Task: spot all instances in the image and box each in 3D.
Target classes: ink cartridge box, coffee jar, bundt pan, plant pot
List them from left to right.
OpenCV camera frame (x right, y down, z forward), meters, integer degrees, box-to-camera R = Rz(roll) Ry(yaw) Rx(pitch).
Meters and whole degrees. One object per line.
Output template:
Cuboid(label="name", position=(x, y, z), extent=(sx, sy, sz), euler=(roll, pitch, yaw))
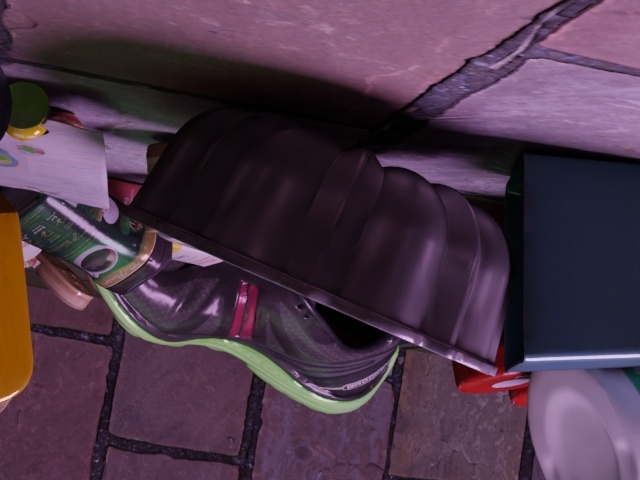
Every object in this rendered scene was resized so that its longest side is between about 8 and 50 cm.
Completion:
Cuboid(label="coffee jar", position=(-0.249, -0.014, 1.748), extent=(0.096, 0.079, 0.184), euler=(-32, 132, 30))
Cuboid(label="ink cartridge box", position=(-0.169, -0.015, 1.900), extent=(0.198, 0.067, 0.115), euler=(12, 172, -18))
Cuboid(label="bundt pan", position=(0.012, -0.011, 1.316), extent=(0.331, 0.124, 0.331), euler=(23, 179, 0))
Cuboid(label="plant pot", position=(0.276, 0.024, 1.352), extent=(0.234, 0.165, 0.166), euler=(1, 172, 2))

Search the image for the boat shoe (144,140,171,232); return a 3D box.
Cuboid(label="boat shoe", position=(-0.043, -0.026, 1.579), extent=(0.285, 0.089, 0.104), euler=(12, 172, -28))

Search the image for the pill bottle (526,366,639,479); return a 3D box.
Cuboid(label="pill bottle", position=(0.396, 0.146, 1.543), extent=(0.361, 0.204, 0.204), euler=(-16, -177, -22))

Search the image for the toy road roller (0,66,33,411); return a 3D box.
Cuboid(label="toy road roller", position=(-0.380, -0.003, 1.264), extent=(0.241, 0.329, 0.202), euler=(-15, -169, -42))

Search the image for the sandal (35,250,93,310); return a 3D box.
Cuboid(label="sandal", position=(-0.353, -0.017, 2.056), extent=(0.240, 0.079, 0.088), euler=(43, -174, 22))

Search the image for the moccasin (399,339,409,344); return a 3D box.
Cuboid(label="moccasin", position=(0.052, 0.091, 2.341), extent=(0.117, 0.137, 0.342), euler=(20, 154, -37))

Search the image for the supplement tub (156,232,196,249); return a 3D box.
Cuboid(label="supplement tub", position=(-0.129, -0.024, 1.778), extent=(0.071, 0.071, 0.107), euler=(5, 172, 29))

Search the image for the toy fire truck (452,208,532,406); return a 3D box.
Cuboid(label="toy fire truck", position=(0.270, 0.053, 1.636), extent=(0.254, 0.169, 0.302), euler=(-17, 162, 28))

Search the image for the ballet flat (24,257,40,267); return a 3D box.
Cuboid(label="ballet flat", position=(-0.483, -0.019, 2.283), extent=(0.241, 0.091, 0.077), euler=(9, 144, -35))

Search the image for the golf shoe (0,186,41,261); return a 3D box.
Cuboid(label="golf shoe", position=(-0.471, -0.048, 1.929), extent=(0.306, 0.115, 0.140), euler=(3, 163, -9))

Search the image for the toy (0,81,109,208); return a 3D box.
Cuboid(label="toy", position=(-0.253, -0.092, 1.458), extent=(0.137, 0.056, 0.237), euler=(13, 168, -3))

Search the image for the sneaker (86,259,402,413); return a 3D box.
Cuboid(label="sneaker", position=(-0.096, 0.058, 2.134), extent=(0.483, 0.185, 0.202), euler=(24, 124, -28))
